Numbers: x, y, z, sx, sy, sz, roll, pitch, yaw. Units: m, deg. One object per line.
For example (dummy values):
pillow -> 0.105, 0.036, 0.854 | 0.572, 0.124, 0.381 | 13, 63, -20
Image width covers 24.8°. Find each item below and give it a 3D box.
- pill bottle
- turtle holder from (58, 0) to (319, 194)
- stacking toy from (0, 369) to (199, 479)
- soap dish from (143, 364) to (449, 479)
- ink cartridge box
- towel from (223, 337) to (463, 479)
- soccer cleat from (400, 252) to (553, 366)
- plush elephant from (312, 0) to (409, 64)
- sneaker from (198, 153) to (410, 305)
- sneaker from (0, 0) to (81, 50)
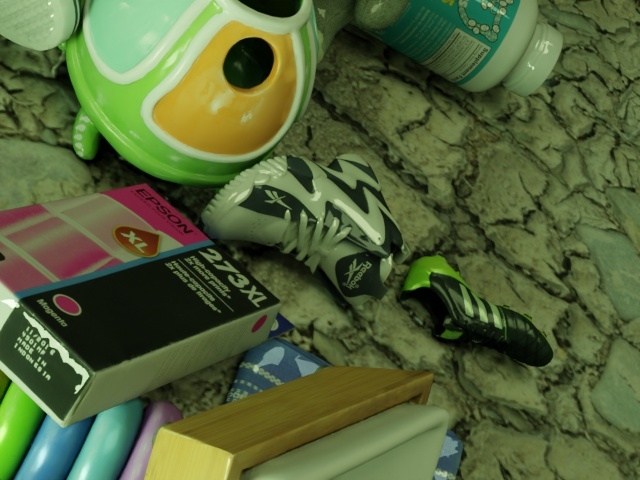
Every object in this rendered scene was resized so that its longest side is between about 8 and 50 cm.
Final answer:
pill bottle -> 0.154, -0.271, 1.721 | 0.264, 0.146, 0.146 | 27, 46, -17
turtle holder -> -0.106, -0.216, 1.432 | 0.243, 0.227, 0.320 | 32, 45, -12
stacking toy -> -0.249, 0.144, 1.145 | 0.330, 0.141, 0.141 | 25, 47, -9
soap dish -> -0.032, 0.217, 1.092 | 0.118, 0.228, 0.291 | 25, 18, 27
ink cartridge box -> -0.155, 0.037, 1.223 | 0.176, 0.069, 0.371 | 40, 21, 16
towel -> 0.000, 0.255, 1.292 | 0.243, 0.040, 0.336 | 31, 45, -12
soccer cleat -> 0.162, 0.087, 1.527 | 0.179, 0.060, 0.072 | 36, 54, 0
plush elephant -> 0.049, -0.373, 1.495 | 0.330, 0.255, 0.271 | -22, 79, -10
sneaker -> 0.000, 0.000, 1.439 | 0.235, 0.094, 0.153 | -7, 55, -53
sneaker -> -0.323, -0.319, 1.408 | 0.321, 0.126, 0.127 | 43, 45, 12
